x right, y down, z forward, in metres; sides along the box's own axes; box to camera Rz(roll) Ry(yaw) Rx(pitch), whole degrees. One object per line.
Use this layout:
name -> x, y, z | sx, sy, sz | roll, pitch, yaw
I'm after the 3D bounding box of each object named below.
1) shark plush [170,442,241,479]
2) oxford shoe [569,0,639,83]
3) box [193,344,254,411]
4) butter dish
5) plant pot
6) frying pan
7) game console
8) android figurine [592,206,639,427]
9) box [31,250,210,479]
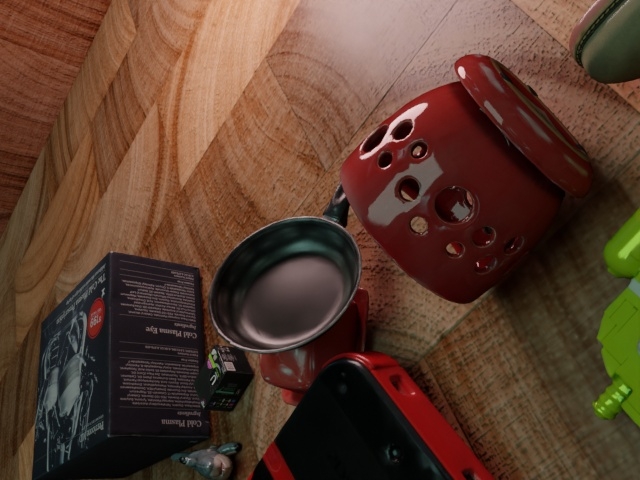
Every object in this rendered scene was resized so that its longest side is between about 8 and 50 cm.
shark plush -> -0.183, 0.331, 0.966 | 0.161, 0.067, 0.073 | 7, 84, 52
oxford shoe -> 0.345, -0.176, 0.438 | 0.348, 0.123, 0.130 | -21, 68, 48
box -> -0.151, 0.214, 0.978 | 0.083, 0.052, 0.062 | -59, 39, 21
butter dish -> -0.029, 0.131, 0.800 | 0.160, 0.118, 0.159 | -8, 71, 50
plant pot -> 0.142, -0.062, 0.597 | 0.174, 0.191, 0.191 | -43, 48, 27
frying pan -> -0.028, 0.003, 0.797 | 0.197, 0.053, 0.326 | -3, 50, 23
game console -> 0.049, 0.339, 0.625 | 0.342, 0.060, 0.386 | -59, 43, 18
android figurine -> 0.310, 0.055, 0.445 | 0.272, 0.056, 0.248 | -55, 37, 22
box -> -0.368, 0.240, 1.138 | 0.343, 0.179, 0.312 | -36, 53, 40
